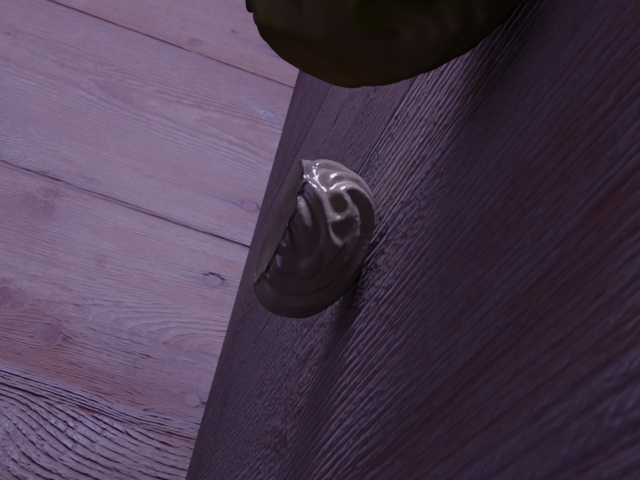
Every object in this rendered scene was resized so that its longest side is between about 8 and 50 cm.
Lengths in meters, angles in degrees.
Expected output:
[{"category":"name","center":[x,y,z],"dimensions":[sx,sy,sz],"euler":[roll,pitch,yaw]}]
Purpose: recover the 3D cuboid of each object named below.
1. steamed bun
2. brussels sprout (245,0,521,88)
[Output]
[{"category":"steamed bun","center":[0.000,0.000,1.160],"dimensions":[0.183,0.106,0.183],"euler":[-159,90,-78]},{"category":"brussels sprout","center":[0.054,-0.269,0.863],"dimensions":[0.227,0.259,0.294],"euler":[-127,58,-80]}]
